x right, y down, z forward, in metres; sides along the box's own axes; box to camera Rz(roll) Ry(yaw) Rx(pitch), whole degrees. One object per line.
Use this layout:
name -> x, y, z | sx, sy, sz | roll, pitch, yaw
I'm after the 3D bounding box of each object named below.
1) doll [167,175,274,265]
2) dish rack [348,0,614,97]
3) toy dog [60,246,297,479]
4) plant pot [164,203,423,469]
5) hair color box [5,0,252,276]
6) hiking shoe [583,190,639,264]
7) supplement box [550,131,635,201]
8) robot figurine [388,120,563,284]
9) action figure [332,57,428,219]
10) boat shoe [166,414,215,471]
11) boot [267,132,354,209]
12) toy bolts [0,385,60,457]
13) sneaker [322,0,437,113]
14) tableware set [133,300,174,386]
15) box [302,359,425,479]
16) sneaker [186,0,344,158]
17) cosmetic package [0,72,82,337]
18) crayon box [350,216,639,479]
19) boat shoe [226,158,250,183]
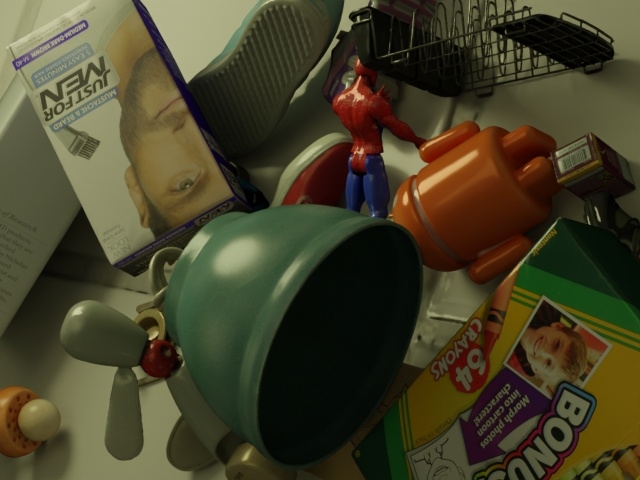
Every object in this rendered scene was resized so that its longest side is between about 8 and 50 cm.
doll -> -0.119, -0.020, 1.904 | 0.189, 0.046, 0.129 | -17, 94, 10
dish rack -> 0.193, -0.231, 1.654 | 0.271, 0.208, 0.074 | -8, 78, 38
toy dog -> -0.158, 0.192, 1.730 | 0.334, 0.220, 0.161 | 45, 140, 6
plant pot -> -0.048, 0.080, 1.597 | 0.196, 0.293, 0.293 | 26, 89, 31
hair color box -> -0.251, -0.146, 1.873 | 0.185, 0.110, 0.339 | -30, 77, 4
hiking shoe -> 0.363, 0.023, 1.481 | 0.114, 0.086, 0.227 | -36, 57, 9
supplement box -> 0.298, -0.076, 1.567 | 0.055, 0.083, 0.043 | -28, 54, 29
robot figurine -> 0.174, -0.044, 1.631 | 0.219, 0.158, 0.128 | -32, 12, 26
action figure -> 0.079, -0.089, 1.753 | 0.091, 0.139, 0.280 | 8, 106, 41
boat shoe -> -0.125, 0.209, 1.840 | 0.206, 0.075, 0.065 | -55, 3, 14
boot -> 0.000, 0.000, 1.796 | 0.244, 0.088, 0.176 | -55, 46, 19
toy bolts -> -0.467, 0.320, 1.992 | 0.158, 0.218, 0.229 | -6, 85, 33
sneaker -> 0.068, -0.262, 1.856 | 0.104, 0.095, 0.236 | 14, 79, 57
tableware set -> -0.197, 0.115, 1.944 | 0.194, 0.039, 0.128 | -22, 57, 32
box -> 0.079, 0.221, 1.668 | 0.201, 0.021, 0.164 | 15, 81, 45
sneaker -> -0.069, -0.239, 1.930 | 0.366, 0.135, 0.150 | -37, 12, 48
cosmetic package -> -0.455, -0.066, 2.113 | 0.453, 0.161, 0.230 | -57, 19, 4
crayon box -> 0.234, 0.216, 1.420 | 0.363, 0.106, 0.313 | -52, 50, 24
boat shoe -> -0.241, -0.092, 2.031 | 0.307, 0.104, 0.111 | -5, 69, 40
